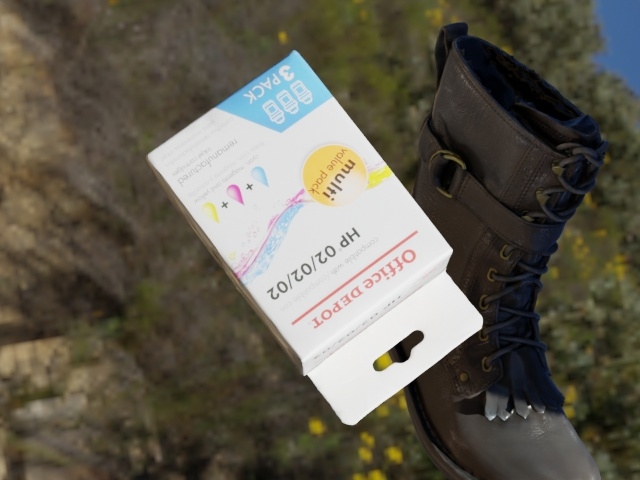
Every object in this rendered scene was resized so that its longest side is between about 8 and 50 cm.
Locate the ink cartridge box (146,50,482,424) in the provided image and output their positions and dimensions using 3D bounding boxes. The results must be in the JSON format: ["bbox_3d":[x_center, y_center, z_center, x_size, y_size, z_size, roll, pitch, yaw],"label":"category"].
[{"bbox_3d":[0.000,0.000,0.877,0.181,0.104,0.061,52,-7,10],"label":"ink cartridge box"}]

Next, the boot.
[{"bbox_3d":[0.117,0.021,0.978,0.263,0.091,0.229,50,-45,29],"label":"boot"}]
